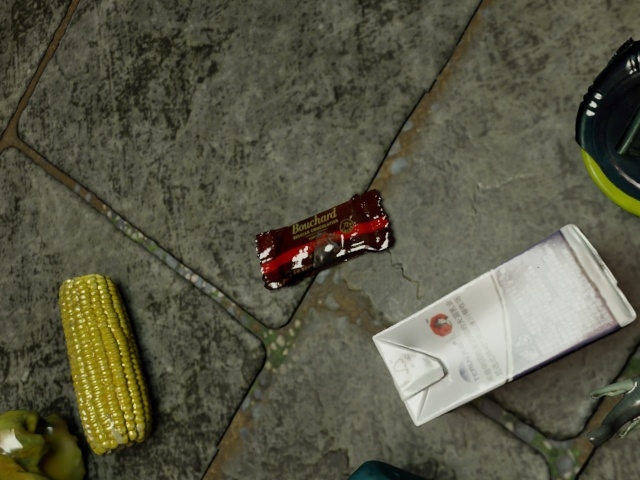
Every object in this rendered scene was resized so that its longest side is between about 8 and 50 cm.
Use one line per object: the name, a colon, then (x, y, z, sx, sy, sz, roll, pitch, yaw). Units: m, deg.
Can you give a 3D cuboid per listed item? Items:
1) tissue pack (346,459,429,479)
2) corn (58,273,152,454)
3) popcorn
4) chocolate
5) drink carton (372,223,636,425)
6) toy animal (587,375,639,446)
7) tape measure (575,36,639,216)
tissue pack: (0.097, 0.346, 0.508, 0.206, 0.198, 0.287, -63, 24, -2)
corn: (-0.296, 0.165, 0.825, 0.093, 0.093, 0.244, -27, 72, 19)
popcorn: (-0.466, 0.384, 0.768, 0.326, 0.290, 0.321, -23, 69, 0)
chocolate: (0.000, 0.000, 0.752, 0.182, 0.028, 0.086, -20, 71, 22)
drink carton: (0.180, 0.089, 0.596, 0.222, 0.134, 0.102, -32, 71, 17)
toy animal: (0.342, 0.095, 0.523, 0.269, 0.137, 0.082, -34, 72, 7)
tape measure: (0.327, -0.097, 0.542, 0.186, 0.112, 0.199, 34, 133, 29)
